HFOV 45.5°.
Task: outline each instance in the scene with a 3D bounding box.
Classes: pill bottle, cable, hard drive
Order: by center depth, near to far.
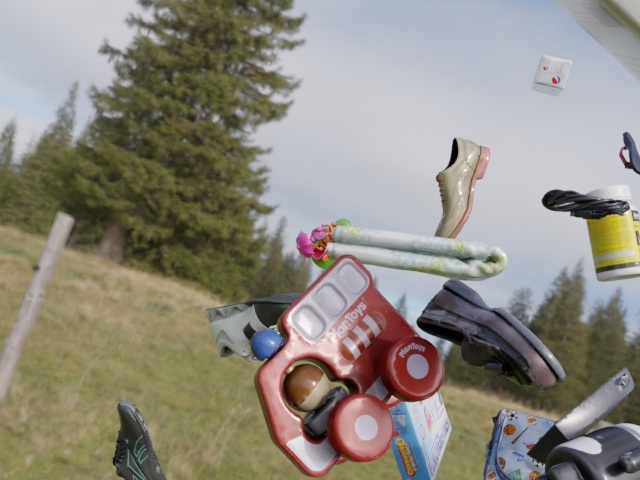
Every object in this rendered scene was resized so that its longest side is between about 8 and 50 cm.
[{"bbox_3d":[0.566,-0.082,1.626,0.150,0.047,0.184,17,-6,-31],"label":"cable"},{"bbox_3d":[0.577,0.389,1.674,0.054,0.254,0.172,49,-33,24],"label":"hard drive"},{"bbox_3d":[0.682,-0.016,1.764,0.119,0.208,0.119,-7,-10,-1],"label":"pill bottle"}]

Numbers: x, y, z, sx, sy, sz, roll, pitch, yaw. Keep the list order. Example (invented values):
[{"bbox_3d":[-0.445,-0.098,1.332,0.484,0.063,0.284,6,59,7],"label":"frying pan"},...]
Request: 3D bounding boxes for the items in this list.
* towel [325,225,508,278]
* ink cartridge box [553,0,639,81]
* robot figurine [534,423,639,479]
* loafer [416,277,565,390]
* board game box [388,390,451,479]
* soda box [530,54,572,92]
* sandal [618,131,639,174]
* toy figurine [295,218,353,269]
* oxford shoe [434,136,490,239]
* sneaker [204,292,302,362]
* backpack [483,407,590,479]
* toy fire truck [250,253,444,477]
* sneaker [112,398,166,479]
[{"bbox_3d":[0.210,0.034,1.683,0.374,0.090,0.320,7,0,9],"label":"towel"},{"bbox_3d":[0.433,-0.284,0.919,0.384,0.160,0.279,40,16,-8],"label":"ink cartridge box"},{"bbox_3d":[0.566,0.471,1.516,0.278,0.173,0.209,-11,9,-27],"label":"robot figurine"},{"bbox_3d":[0.228,0.145,1.069,0.109,0.095,0.302,53,-3,-21],"label":"loafer"},{"bbox_3d":[0.277,0.505,2.240,0.086,0.302,0.308,-15,11,24],"label":"board game box"},{"bbox_3d":[0.562,-0.400,1.867,0.074,0.069,0.216,16,8,11],"label":"soda box"},{"bbox_3d":[0.776,-0.212,1.916,0.040,0.179,0.067,-29,-67,28],"label":"sandal"},{"bbox_3d":[0.000,0.000,2.244,0.130,0.173,0.159,48,17,24],"label":"toy figurine"},{"bbox_3d":[0.390,-0.143,2.284,0.130,0.348,0.123,24,-15,-11],"label":"oxford shoe"},{"bbox_3d":[-0.130,0.202,1.745,0.122,0.146,0.330,-5,-9,-43],"label":"sneaker"},{"bbox_3d":[0.514,0.554,1.830,0.276,0.263,0.213,10,-26,24],"label":"backpack"},{"bbox_3d":[0.023,0.200,1.197,0.254,0.302,0.169,47,-25,0],"label":"toy fire truck"},{"bbox_3d":[-0.453,0.512,1.840,0.106,0.267,0.101,-19,16,-18],"label":"sneaker"}]
